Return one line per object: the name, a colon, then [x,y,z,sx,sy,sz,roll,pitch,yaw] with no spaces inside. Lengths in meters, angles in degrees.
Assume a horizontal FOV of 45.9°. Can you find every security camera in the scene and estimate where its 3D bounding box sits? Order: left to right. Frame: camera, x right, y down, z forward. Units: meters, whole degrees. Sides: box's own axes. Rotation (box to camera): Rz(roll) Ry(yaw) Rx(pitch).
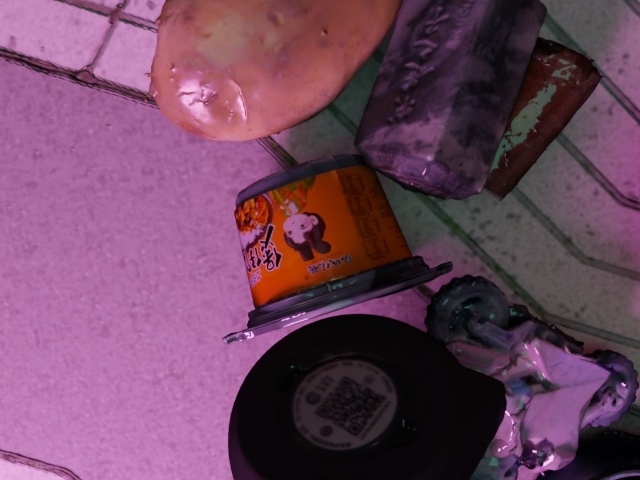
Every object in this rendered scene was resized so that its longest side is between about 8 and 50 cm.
security camera: [0.041,0.215,0.652,0.191,0.197,0.277,19,142,31]

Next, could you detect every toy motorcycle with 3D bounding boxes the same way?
toy motorcycle: [0.168,0.158,0.706,0.239,0.108,0.204,31,99,-5]

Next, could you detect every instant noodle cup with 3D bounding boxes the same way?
instant noodle cup: [0.000,0.000,0.656,0.208,0.177,0.126,-16,86,-28]

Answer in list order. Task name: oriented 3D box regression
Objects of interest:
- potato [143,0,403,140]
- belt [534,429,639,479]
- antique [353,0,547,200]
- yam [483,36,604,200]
potato: [-0.041,-0.183,0.643,0.161,0.128,0.235,38,94,-22]
belt: [0.317,0.323,0.732,0.206,0.116,0.267,-38,96,6]
antique: [0.106,-0.129,0.630,0.086,0.088,0.183,23,85,-46]
yam: [0.177,-0.109,0.676,0.079,0.079,0.141,36,99,-6]
